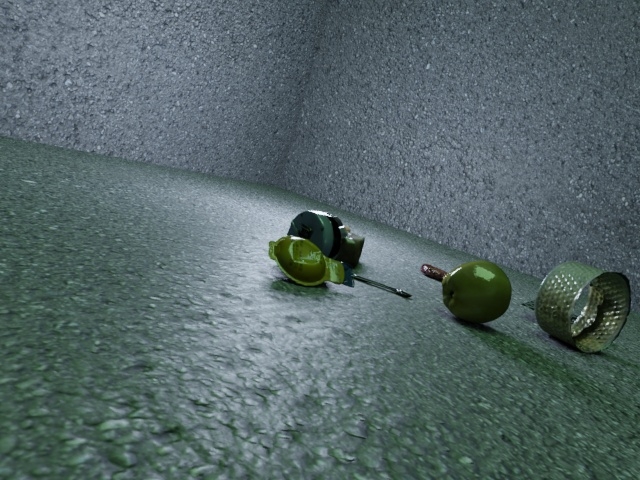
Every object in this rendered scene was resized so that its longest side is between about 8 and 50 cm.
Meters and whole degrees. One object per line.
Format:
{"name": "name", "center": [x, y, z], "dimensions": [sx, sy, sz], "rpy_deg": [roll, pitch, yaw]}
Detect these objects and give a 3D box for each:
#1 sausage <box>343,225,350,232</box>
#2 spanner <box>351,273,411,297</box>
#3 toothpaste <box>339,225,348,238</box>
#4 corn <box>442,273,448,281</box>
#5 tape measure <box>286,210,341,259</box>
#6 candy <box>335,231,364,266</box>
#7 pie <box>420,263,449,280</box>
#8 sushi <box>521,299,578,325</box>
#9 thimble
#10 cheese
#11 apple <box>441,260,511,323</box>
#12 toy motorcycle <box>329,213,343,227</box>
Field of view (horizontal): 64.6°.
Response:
{"name": "sausage", "center": [0.079, -0.039, 2.375], "dimensions": [0.065, 0.066, 0.301], "rpy_deg": [19, 9, 14]}
{"name": "spanner", "center": [0.189, 0.143, 1.605], "dimensions": [0.208, 0.012, 0.046], "rpy_deg": [19, 10, 14]}
{"name": "toothpaste", "center": [0.000, 0.000, 1.782], "dimensions": [0.194, 0.043, 0.067], "rpy_deg": [-21, 4, 11]}
{"name": "corn", "center": [0.488, 0.161, 1.880], "dimensions": [0.068, 0.068, 0.207], "rpy_deg": [18, 6, 11]}
{"name": "tape measure", "center": [-0.026, -0.002, 1.551], "dimensions": [0.107, 0.181, 0.182], "rpy_deg": [4, 16, -43]}
{"name": "candy", "center": [0.106, 0.027, 1.883], "dimensions": [0.104, 0.103, 0.234], "rpy_deg": [18, 7, 5]}
{"name": "pie", "center": [0.492, 0.138, 2.124], "dimensions": [0.153, 0.038, 0.153], "rpy_deg": [19, 9, -3]}
{"name": "sushi", "center": [0.861, 0.291, 1.844], "dimensions": [0.219, 0.047, 0.231], "rpy_deg": [29, 18, 36]}
{"name": "thimble", "center": [0.830, 0.204, 1.600], "dimensions": [0.270, 0.271, 0.150], "rpy_deg": [12, 8, -28]}
{"name": "cheese", "center": [-0.021, 0.064, 1.402], "dimensions": [0.270, 0.069, 0.177], "rpy_deg": [19, 41, -22]}
{"name": "apple", "center": [0.463, 0.154, 1.501], "dimensions": [0.199, 0.200, 0.200], "rpy_deg": [16, 9, -3]}
{"name": "toy motorcycle", "center": [0.013, -0.032, 1.971], "dimensions": [0.102, 0.150, 0.221], "rpy_deg": [52, 13, 2]}
